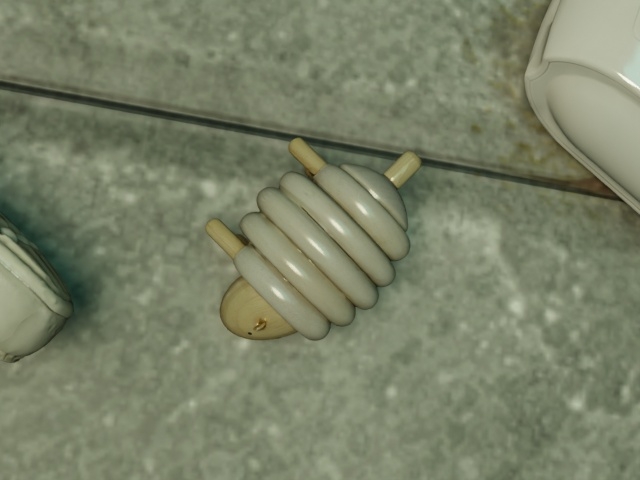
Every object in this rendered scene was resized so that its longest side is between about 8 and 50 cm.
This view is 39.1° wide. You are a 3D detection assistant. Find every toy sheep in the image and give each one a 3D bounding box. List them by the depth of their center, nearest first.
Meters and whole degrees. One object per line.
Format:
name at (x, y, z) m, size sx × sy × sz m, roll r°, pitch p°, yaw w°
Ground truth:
toy sheep at (0.000, 0.000, 0.461) m, size 0.091 × 0.091 × 0.132 m, roll 44°, pitch 92°, yaw 0°

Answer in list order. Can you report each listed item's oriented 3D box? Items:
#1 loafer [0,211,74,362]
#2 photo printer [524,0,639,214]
loafer at (-0.263, -0.026, 0.407) m, size 0.319 × 0.112 × 0.112 m, roll 30°, pitch 79°, yaw 4°
photo printer at (0.286, -0.092, 0.525) m, size 0.307 × 0.107 × 0.256 m, roll 40°, pitch 74°, yaw 0°
